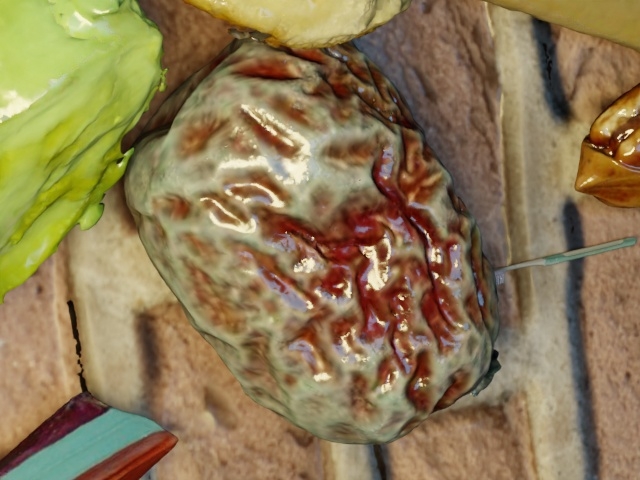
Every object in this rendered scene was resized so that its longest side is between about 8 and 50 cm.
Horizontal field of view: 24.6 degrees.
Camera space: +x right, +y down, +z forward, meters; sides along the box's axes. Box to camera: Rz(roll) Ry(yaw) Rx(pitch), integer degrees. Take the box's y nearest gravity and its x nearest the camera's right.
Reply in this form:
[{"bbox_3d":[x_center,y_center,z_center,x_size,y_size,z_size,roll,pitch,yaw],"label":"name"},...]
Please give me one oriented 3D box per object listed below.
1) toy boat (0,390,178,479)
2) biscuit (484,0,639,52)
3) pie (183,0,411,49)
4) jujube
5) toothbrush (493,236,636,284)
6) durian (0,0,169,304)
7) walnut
[{"bbox_3d":[-0.266,0.252,1.030,0.079,0.136,0.392,43,74,11],"label":"toy boat"},{"bbox_3d":[0.236,-0.295,1.252,0.291,0.062,0.237,14,88,-25],"label":"biscuit"},{"bbox_3d":[-0.051,-0.259,1.014,0.315,0.315,0.092,25,124,-25],"label":"pie"},{"bbox_3d":[0.000,0.000,1.077,0.226,0.226,0.317,-43,111,-17],"label":"jujube"},{"bbox_3d":[0.209,0.018,1.290,0.167,0.011,0.014,-12,104,-24],"label":"toothbrush"},{"bbox_3d":[-0.230,-0.113,0.957,0.256,0.204,0.339,-33,69,7],"label":"durian"},{"bbox_3d":[0.298,-0.092,1.271,0.207,0.116,0.115,-29,106,-18],"label":"walnut"}]
